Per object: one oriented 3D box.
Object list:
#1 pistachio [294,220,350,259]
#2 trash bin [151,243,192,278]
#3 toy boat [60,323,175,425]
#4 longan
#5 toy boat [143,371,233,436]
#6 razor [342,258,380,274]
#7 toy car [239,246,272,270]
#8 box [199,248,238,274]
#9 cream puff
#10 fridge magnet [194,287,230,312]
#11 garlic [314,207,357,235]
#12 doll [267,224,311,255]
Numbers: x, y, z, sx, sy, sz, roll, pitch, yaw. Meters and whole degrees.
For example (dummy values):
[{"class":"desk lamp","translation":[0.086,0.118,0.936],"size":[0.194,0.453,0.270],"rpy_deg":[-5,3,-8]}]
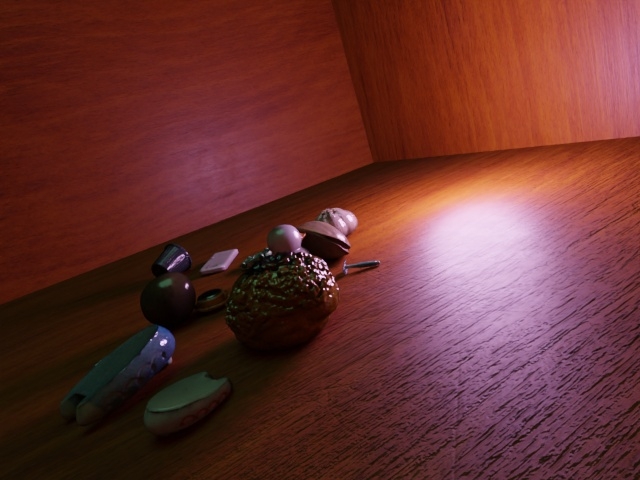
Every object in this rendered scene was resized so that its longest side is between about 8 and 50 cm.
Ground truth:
[{"class":"pistachio","translation":[0.000,0.000,1.742],"size":[0.212,0.163,0.260],"rpy_deg":[22,-13,-39]},{"class":"trash bin","translation":[-0.799,0.128,2.227],"size":[0.175,0.176,0.161],"rpy_deg":[-9,27,30]},{"class":"toy boat","translation":[-0.541,0.382,1.180],"size":[0.215,0.123,0.330],"rpy_deg":[-15,24,40]},{"class":"longan","translation":[-0.563,0.222,1.560],"size":[0.220,0.197,0.196],"rpy_deg":[-28,9,28]},{"class":"toy boat","translation":[-0.305,0.380,0.975],"size":[0.134,0.079,0.207],"rpy_deg":[3,13,35]},{"class":"razor","translation":[0.150,0.089,1.541],"size":[0.134,0.040,0.068],"rpy_deg":[-9,17,12]},{"class":"toy car","translation":[-0.296,0.091,1.978],"size":[0.186,0.058,0.093],"rpy_deg":[-25,12,19]},{"class":"box","translation":[-0.526,0.108,2.204],"size":[0.142,0.044,0.285],"rpy_deg":[-13,15,7]},{"class":"cream puff","translation":[-0.121,0.157,1.225],"size":[0.342,0.231,0.327],"rpy_deg":[-3,24,42]},{"class":"fridge magnet","translation":[-0.415,0.228,1.613],"size":[0.142,0.063,0.143],"rpy_deg":[-14,18,4]},{"class":"garlic","translation":[0.059,-0.077,2.002],"size":[0.227,0.152,0.228],"rpy_deg":[-20,9,3]},{"class":"doll","translation":[-0.150,0.054,1.635],"size":[0.251,0.221,0.221],"rpy_deg":[-34,19,-15]}]
